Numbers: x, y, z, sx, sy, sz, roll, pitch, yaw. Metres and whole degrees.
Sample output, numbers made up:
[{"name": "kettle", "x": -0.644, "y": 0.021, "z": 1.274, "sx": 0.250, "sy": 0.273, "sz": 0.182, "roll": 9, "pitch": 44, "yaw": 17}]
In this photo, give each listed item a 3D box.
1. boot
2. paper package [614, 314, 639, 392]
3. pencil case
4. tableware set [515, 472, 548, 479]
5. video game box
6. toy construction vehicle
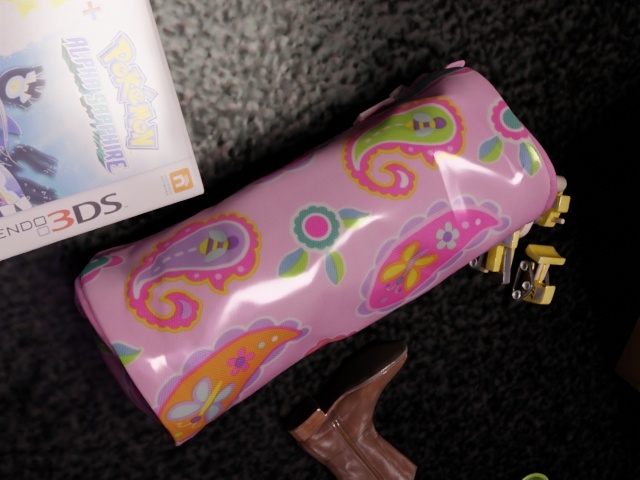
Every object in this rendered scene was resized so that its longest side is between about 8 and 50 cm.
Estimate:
[{"name": "boot", "x": 0.046, "y": 0.139, "z": 0.583, "sx": 0.106, "sy": 0.037, "sz": 0.114, "roll": -37, "pitch": 112, "yaw": 5}, {"name": "paper package", "x": 0.407, "y": 0.008, "z": 0.562, "sx": 0.324, "sy": 0.168, "sz": 0.309, "roll": -30, "pitch": 147, "yaw": -15}, {"name": "pencil case", "x": 0.000, "y": 0.000, "z": 0.486, "sx": 0.284, "sy": 0.124, "sz": 0.124, "roll": -31, "pitch": 114, "yaw": -13}, {"name": "tableware set", "x": 0.129, "y": 0.255, "z": 0.658, "sx": 0.154, "sy": 0.024, "sz": 0.104, "roll": -24, "pitch": 112, "yaw": -15}, {"name": "video game box", "x": -0.177, "y": -0.092, "z": 0.422, "sx": 0.187, "sy": 0.048, "sz": 0.205, "roll": -22, "pitch": 112, "yaw": -19}, {"name": "toy construction vehicle", "x": 0.151, "y": 0.000, "z": 0.580, "sx": 0.086, "sy": 0.035, "sz": 0.098, "roll": 7, "pitch": 102, "yaw": -40}]
